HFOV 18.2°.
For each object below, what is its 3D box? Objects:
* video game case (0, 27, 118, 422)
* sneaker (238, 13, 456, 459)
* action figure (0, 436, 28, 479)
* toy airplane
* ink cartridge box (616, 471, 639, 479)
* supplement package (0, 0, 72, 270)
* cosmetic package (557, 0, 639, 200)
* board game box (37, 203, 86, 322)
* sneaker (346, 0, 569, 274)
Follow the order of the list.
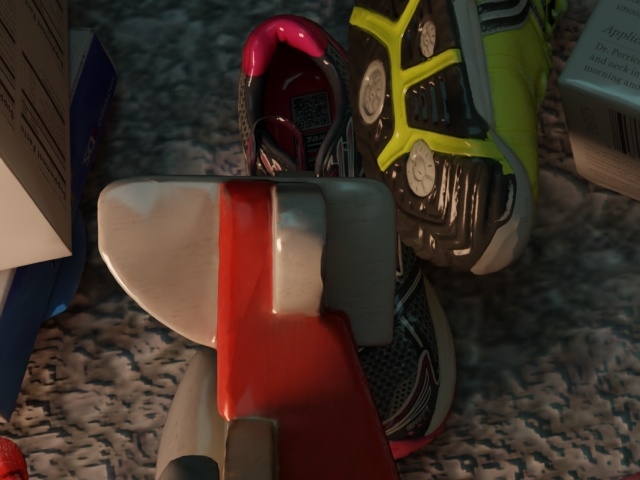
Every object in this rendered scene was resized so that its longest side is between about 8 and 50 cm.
[{"bbox_3d":[-0.286,-0.020,1.329,0.244,0.061,0.270,5,62,19],"label":"video game case"},{"bbox_3d":[0.000,0.000,1.257,0.120,0.112,0.299,-18,66,5],"label":"sneaker"},{"bbox_3d":[-0.133,0.245,1.211,0.091,0.139,0.280,-27,87,-2],"label":"action figure"},{"bbox_3d":[-0.043,0.149,1.006,0.272,0.386,0.384,-20,52,2],"label":"toy airplane"},{"bbox_3d":[0.173,0.211,1.066,0.078,0.231,0.134,-23,66,3],"label":"ink cartridge box"},{"bbox_3d":[-0.280,-0.127,1.235,0.199,0.198,0.263,-12,56,10],"label":"supplement package"},{"bbox_3d":[0.256,-0.116,1.223,0.151,0.151,0.184,25,76,20],"label":"cosmetic package"},{"bbox_3d":[-0.231,0.025,1.342,0.168,0.033,0.133,-25,55,2],"label":"board game box"},{"bbox_3d":[0.099,-0.145,1.232,0.147,0.145,0.385,10,51,-21],"label":"sneaker"}]
